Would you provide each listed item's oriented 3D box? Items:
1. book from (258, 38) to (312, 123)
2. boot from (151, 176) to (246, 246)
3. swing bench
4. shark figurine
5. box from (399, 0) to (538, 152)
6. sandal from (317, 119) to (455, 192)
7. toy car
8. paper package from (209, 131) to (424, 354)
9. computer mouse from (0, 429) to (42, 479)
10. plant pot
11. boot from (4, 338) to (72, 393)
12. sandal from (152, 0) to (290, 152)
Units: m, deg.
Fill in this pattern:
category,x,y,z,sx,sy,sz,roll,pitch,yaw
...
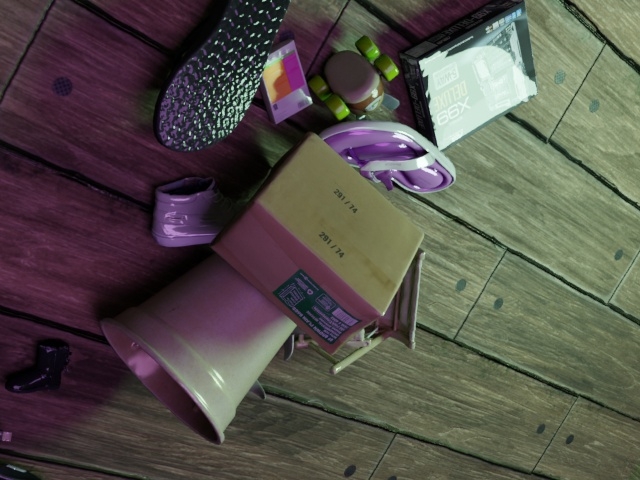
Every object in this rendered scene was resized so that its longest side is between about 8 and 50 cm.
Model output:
category,x,y,z,sx,sy,sz,roll,pitch,yaw
book,-0.075,-0.318,1.813,0.096,0.035,0.144,-32,127,-21
boot,-0.208,-0.066,1.804,0.258,0.095,0.123,-10,124,-29
swing bench,0.090,0.135,2.064,0.255,0.165,0.253,-13,119,-34
shark figurine,-0.129,0.216,2.001,0.116,0.166,0.278,21,123,-33
box,0.338,-0.372,2.031,0.308,0.076,0.242,-31,126,-18
sandal,0.164,-0.160,1.937,0.169,0.102,0.416,-28,151,37
toy car,0.093,-0.297,1.876,0.155,0.149,0.188,-39,141,3
paper package,0.000,0.000,1.757,0.325,0.309,0.168,42,130,-7
computer mouse,-0.637,0.452,1.800,0.262,0.060,0.184,22,103,-27
plant pot,-0.211,0.180,1.807,0.305,0.334,0.333,-44,130,-21
boot,-0.548,0.244,1.764,0.121,0.045,0.099,3,113,-42
sandal,-0.180,-0.359,1.692,0.168,0.107,0.445,35,78,-38
